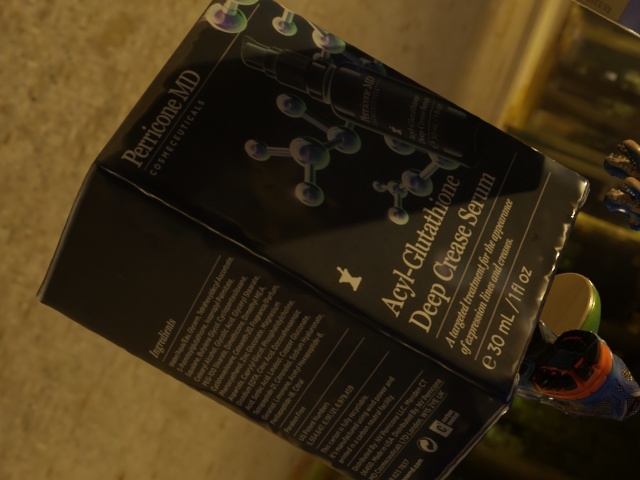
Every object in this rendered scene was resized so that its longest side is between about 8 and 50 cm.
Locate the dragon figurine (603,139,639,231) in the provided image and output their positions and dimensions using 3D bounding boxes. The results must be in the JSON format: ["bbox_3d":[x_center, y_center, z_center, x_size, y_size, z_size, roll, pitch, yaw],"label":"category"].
[{"bbox_3d":[0.340,-0.046,1.080,0.144,0.289,0.085,115,-21,-48],"label":"dragon figurine"}]

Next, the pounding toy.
[{"bbox_3d":[0.267,0.155,1.907,0.237,0.110,0.183,-34,-159,27],"label":"pounding toy"}]

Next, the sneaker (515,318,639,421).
[{"bbox_3d":[0.222,0.128,1.445,0.083,0.087,0.221,-53,-163,-5],"label":"sneaker"}]

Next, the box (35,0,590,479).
[{"bbox_3d":[0.000,0.000,1.416,0.212,0.396,0.293,-59,-178,47],"label":"box"}]

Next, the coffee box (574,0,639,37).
[{"bbox_3d":[0.339,-0.338,1.448,0.297,0.119,0.168,-61,-143,11],"label":"coffee box"}]
